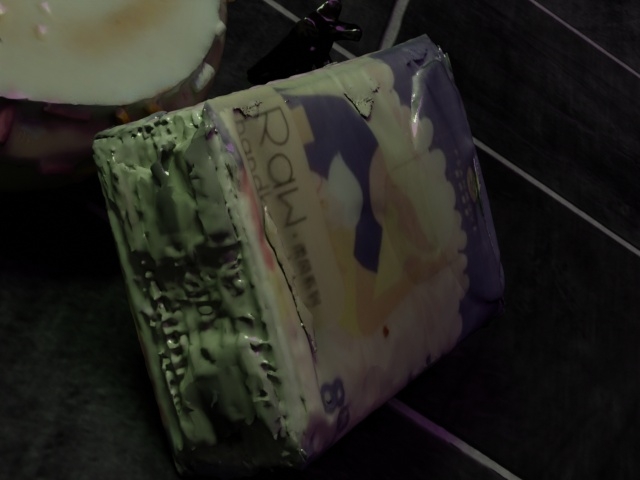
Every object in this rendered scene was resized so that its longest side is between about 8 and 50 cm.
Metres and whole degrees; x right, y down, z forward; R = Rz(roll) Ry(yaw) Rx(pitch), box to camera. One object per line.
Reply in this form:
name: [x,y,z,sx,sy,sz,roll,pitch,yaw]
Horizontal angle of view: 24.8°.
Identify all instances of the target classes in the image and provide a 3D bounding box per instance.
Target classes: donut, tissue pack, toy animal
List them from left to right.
donut: [-0.248,-0.189,1.038,0.382,0.142,0.383,19,48,-22]
tissue pack: [0.000,0.000,1.032,0.343,0.125,0.242,-26,104,-56]
toy animal: [0.037,-0.118,1.355,0.210,0.121,0.117,39,49,-11]
